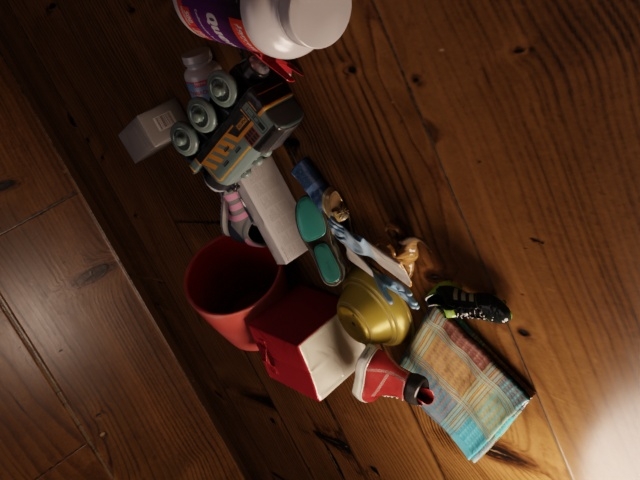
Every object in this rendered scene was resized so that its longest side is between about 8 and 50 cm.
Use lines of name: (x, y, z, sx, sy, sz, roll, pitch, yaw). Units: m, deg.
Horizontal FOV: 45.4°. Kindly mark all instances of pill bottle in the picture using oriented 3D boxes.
pill bottle: (-0.100, -0.406, 1.276, 0.323, 0.181, 0.181, 28, 143, 45)
pill bottle: (-0.254, -0.349, 1.722, 0.087, 0.087, 0.160, 24, 140, 48)

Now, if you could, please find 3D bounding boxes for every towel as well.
towel: (-0.015, -0.119, 1.642, 0.119, 0.029, 0.067, 56, 154, 1)
towel: (0.284, 0.304, 1.606, 0.271, 0.040, 0.370, 45, 152, 20)

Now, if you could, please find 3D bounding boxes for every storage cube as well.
storage cube: (-0.027, 0.250, 1.892, 0.193, 0.215, 0.183, 15, 133, 46)

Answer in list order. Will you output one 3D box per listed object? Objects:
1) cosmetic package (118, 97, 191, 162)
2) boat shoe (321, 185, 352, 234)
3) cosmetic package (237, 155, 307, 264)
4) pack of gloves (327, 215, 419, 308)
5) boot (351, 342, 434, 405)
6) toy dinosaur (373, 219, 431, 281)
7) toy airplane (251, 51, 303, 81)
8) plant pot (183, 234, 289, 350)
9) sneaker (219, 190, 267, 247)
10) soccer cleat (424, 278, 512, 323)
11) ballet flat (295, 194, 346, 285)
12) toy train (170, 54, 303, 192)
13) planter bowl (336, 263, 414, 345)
cosmetic package: (-0.453, -0.297, 2.088, 0.107, 0.127, 0.238, 60, 156, -6)
boat shoe: (0.040, -0.056, 1.602, 0.045, 0.050, 0.135, 29, 154, 38)
cosmetic package: (-0.109, -0.070, 1.783, 0.060, 0.099, 0.239, -5, 116, 61)
pack of gloves: (0.095, 0.055, 1.539, 0.232, 0.046, 0.195, 36, 167, 38)
boot: (0.166, 0.337, 1.715, 0.176, 0.088, 0.244, 28, 155, 16)
toy dinosaur: (0.165, 0.011, 1.463, 0.112, 0.064, 0.211, 35, 160, 13)
toy airplane: (-0.084, -0.334, 1.434, 0.151, 0.028, 0.151, 35, -169, -8)
plant pot: (-0.199, 0.152, 2.040, 0.275, 0.275, 0.243, 36, 158, 36)
sneaker: (-0.177, -0.106, 1.881, 0.131, 0.112, 0.319, 26, 147, 19)
soccer cleat: (0.265, 0.121, 1.382, 0.179, 0.072, 0.060, 19, 136, 52)
ballet flat: (0.000, 0.000, 1.708, 0.068, 0.072, 0.213, -19, -91, -76)
toy train: (-0.181, -0.235, 1.603, 0.190, 0.142, 0.334, 51, 133, 2)
planter bowl: (0.101, 0.164, 1.702, 0.217, 0.090, 0.217, 41, 151, 30)
